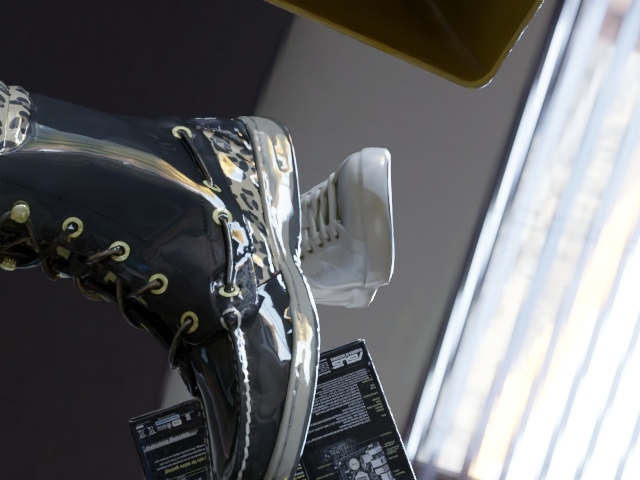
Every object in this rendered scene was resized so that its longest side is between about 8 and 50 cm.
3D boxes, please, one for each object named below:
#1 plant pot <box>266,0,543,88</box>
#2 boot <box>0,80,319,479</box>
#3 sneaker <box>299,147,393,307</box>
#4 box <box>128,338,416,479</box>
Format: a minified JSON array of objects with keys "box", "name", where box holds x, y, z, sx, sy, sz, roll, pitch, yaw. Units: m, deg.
[{"box":[0.045,-0.257,1.110,0.212,0.212,0.187,-58,-148,21],"name":"plant pot"},{"box":[-0.098,0.021,0.831,0.085,0.178,0.236,121,-27,-44],"name":"boot"},{"box":[0.000,0.000,1.592,0.290,0.123,0.106,107,-16,-67],"name":"sneaker"},{"box":[-0.028,0.172,1.245,0.077,0.180,0.147,85,-16,-73],"name":"box"}]
